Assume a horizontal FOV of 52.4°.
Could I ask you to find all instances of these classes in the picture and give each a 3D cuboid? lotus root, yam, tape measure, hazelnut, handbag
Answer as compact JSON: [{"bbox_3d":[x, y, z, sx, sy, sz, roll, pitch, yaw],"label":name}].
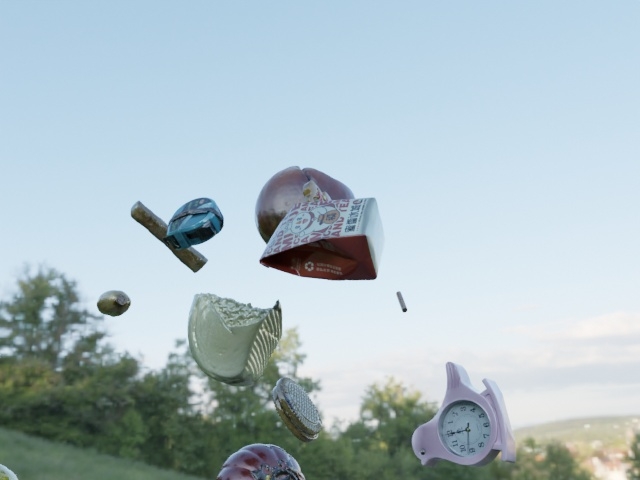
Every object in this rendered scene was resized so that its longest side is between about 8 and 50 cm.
[{"bbox_3d":[-0.513,0.156,1.612,0.073,0.062,0.150,18,-22,-32],"label":"lotus root"},{"bbox_3d":[-0.582,-0.011,2.486,0.356,0.081,0.081,43,-36,-16],"label":"yam"},{"bbox_3d":[-0.303,-0.047,1.575,0.146,0.125,0.081,-15,-54,13],"label":"tape measure"},{"bbox_3d":[-0.045,-0.068,2.138,0.372,0.372,0.315,2,-47,-18],"label":"hazelnut"},{"bbox_3d":[0.000,0.000,1.607,0.298,0.171,0.151,-3,-52,18],"label":"handbag"}]

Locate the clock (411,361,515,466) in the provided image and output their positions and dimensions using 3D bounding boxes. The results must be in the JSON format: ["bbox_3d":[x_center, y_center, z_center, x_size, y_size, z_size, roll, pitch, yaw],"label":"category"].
[{"bbox_3d":[0.384,0.488,1.827,0.275,0.290,0.080,-19,-29,27],"label":"clock"}]

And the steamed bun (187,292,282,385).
[{"bbox_3d":[-0.276,0.279,1.906,0.272,0.273,0.290,17,-22,18],"label":"steamed bun"}]

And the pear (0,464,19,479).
[{"bbox_3d":[-0.721,0.549,1.383,0.148,0.149,0.162,-1,-28,-7],"label":"pear"}]

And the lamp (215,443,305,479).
[{"bbox_3d":[-0.182,0.781,2.000,0.303,0.303,0.257,11,-31,-39],"label":"lamp"}]

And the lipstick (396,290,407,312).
[{"bbox_3d":[0.246,0.186,1.972,0.019,0.094,0.019,-3,-61,-5],"label":"lipstick"}]

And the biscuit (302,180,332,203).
[{"bbox_3d":[0.019,-0.059,1.859,0.041,0.212,0.238,-20,-18,27],"label":"biscuit"}]

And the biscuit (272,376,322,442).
[{"bbox_3d":[-0.085,0.618,2.378,0.079,0.259,0.259,-37,-26,11],"label":"biscuit"}]
